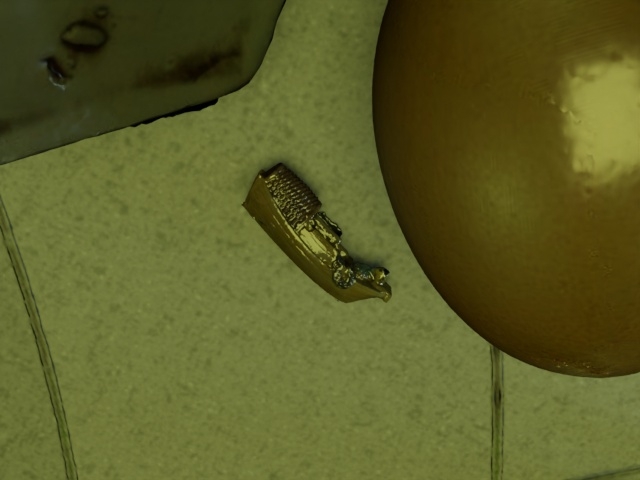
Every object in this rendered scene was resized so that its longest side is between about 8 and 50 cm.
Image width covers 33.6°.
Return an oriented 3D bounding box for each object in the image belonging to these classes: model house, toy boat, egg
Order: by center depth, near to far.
[{"bbox_3d":[-0.188,-0.236,0.681,0.282,0.297,0.317,41,122,35],"label":"model house"},{"bbox_3d":[0.175,-0.077,0.692,0.282,0.283,0.351,-3,113,4],"label":"egg"},{"bbox_3d":[0.000,0.000,0.857,0.049,0.047,0.149,-42,102,16],"label":"toy boat"}]
